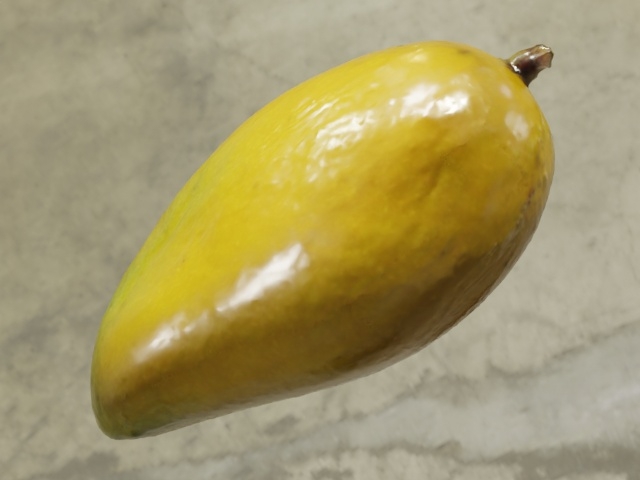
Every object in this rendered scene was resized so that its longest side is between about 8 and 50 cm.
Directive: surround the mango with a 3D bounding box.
[{"bbox_3d":[0.000,0.000,0.793,0.316,0.119,0.176,-35,49,10],"label":"mango"}]
